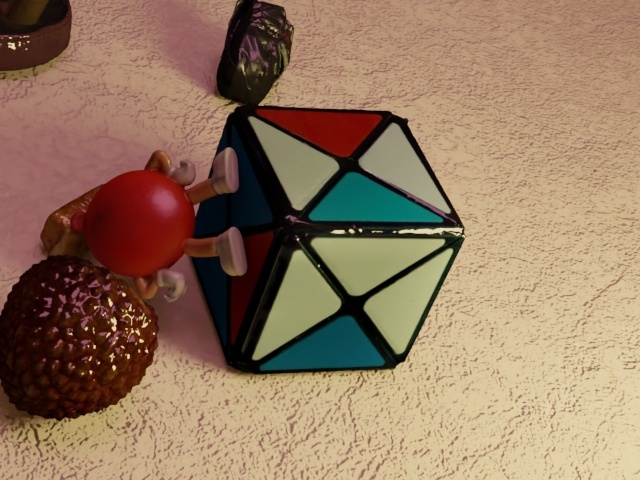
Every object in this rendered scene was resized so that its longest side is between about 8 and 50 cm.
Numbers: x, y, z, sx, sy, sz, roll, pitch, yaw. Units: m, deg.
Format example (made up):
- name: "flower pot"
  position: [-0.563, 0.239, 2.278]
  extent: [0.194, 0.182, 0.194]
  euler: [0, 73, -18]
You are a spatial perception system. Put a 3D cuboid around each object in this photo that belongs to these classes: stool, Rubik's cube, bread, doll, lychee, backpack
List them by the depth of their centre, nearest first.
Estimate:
- name: "lychee"
  position: [-0.272, 0.112, 1.531]
  extent: [0.188, 0.188, 0.188]
  euler: [14, 37, -11]
- name: "doll"
  position: [-0.194, -0.015, 1.674]
  extent: [0.217, 0.085, 0.183]
  euler: [-10, 76, 17]
- name: "Rubik's cube"
  position: [-0.001, 0.000, 1.740]
  extent: [0.250, 0.246, 0.248]
  euler: [0, 42, -27]
- name: "bread"
  position: [-0.292, -0.024, 1.762]
  extent: [0.053, 0.074, 0.132]
  euler: [44, 39, 10]
- name: "stool"
  position: [-0.484, -0.384, 2.027]
  extent: [0.272, 0.178, 0.272]
  euler: [14, 36, -10]
- name: "backpack"
  position: [-0.100, -0.283, 2.156]
  extent: [0.106, 0.120, 0.165]
  euler: [13, 54, -7]
